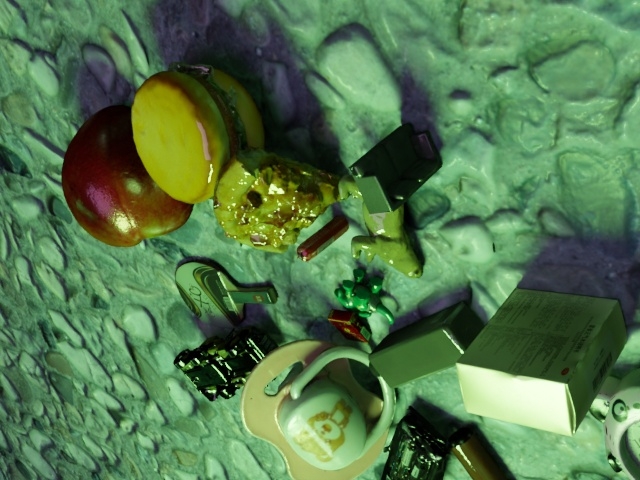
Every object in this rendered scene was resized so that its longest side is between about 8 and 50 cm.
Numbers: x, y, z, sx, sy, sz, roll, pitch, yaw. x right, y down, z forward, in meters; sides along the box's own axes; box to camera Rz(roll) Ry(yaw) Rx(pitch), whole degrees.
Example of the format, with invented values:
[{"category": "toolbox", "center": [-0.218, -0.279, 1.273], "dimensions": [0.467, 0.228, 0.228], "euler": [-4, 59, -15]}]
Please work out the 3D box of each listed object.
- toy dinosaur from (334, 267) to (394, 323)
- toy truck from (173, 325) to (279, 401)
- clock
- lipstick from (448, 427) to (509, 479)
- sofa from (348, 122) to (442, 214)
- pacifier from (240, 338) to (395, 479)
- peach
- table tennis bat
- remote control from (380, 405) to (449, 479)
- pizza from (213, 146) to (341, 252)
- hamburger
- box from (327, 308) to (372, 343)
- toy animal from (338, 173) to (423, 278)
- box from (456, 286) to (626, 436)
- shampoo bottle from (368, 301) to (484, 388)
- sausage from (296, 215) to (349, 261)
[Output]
[{"category": "toy dinosaur", "center": [0.079, 0.108, 1.420], "dimensions": [0.132, 0.059, 0.096], "euler": [33, 148, 24]}, {"category": "toy truck", "center": [-0.187, 0.252, 1.691], "dimensions": [0.257, 0.127, 0.127], "euler": [-20, 113, 46]}, {"category": "clock", "center": [0.524, 0.295, 1.153], "dimensions": [0.227, 0.090, 0.248], "euler": [-30, 96, 47]}, {"category": "lipstick", "center": [0.356, 0.500, 1.465], "dimensions": [0.356, 0.057, 0.057], "euler": [53, 138, -5]}, {"category": "sofa", "center": [0.116, -0.109, 1.154], "dimensions": [0.060, 0.147, 0.085], "euler": [-7, 115, 46]}, {"category": "pacifier", "center": [-0.011, 0.327, 1.522], "dimensions": [0.273, 0.220, 0.332], "euler": [-15, 121, 45]}, {"category": "peach", "center": [-0.387, -0.125, 1.544], "dimensions": [0.249, 0.245, 0.274], "euler": [-21, 95, 17]}, {"category": "table tennis bat", "center": [-0.204, 0.117, 1.683], "dimensions": [0.301, 0.022, 0.173], "euler": [-1, 119, 43]}, {"category": "remote control", "center": [0.174, 0.496, 1.580], "dimensions": [0.144, 0.062, 0.398], "euler": [42, 143, 32]}, {"category": "pizza", "center": [-0.062, -0.058, 1.304], "dimensions": [0.226, 0.086, 0.335], "euler": [-10, 156, 2]}, {"category": "hamburger", "center": [-0.197, -0.190, 1.343], "dimensions": [0.246, 0.170, 0.246], "euler": [23, 124, 39]}, {"category": "box", "center": [0.055, 0.160, 1.470], "dimensions": [0.052, 0.023, 0.082], "euler": [4, 148, 37]}, {"category": "toy animal", "center": [0.103, -0.022, 1.285], "dimensions": [0.101, 0.103, 0.218], "euler": [-6, 113, 16]}, {"category": "box", "center": [0.321, 0.165, 1.135], "dimensions": [0.168, 0.212, 0.095], "euler": [3, 120, 40]}, {"category": "shampoo bottle", "center": [0.173, 0.190, 1.373], "dimensions": [0.079, 0.080, 0.246], "euler": [53, 138, -3]}, {"category": "sausage", "center": [0.000, 0.000, 1.344], "dimensions": [0.034, 0.129, 0.034], "euler": [22, 130, 28]}]
